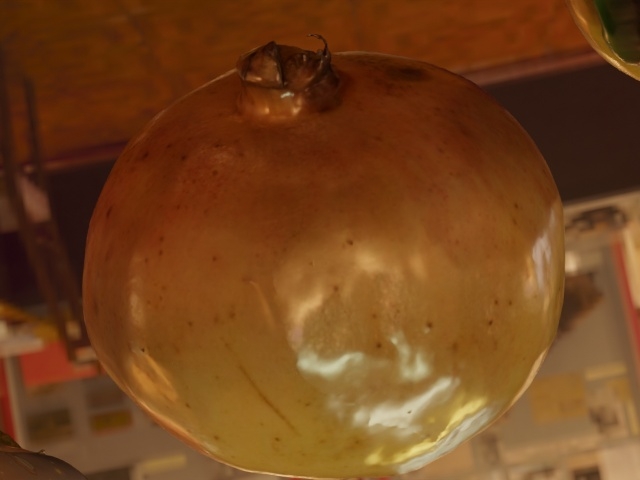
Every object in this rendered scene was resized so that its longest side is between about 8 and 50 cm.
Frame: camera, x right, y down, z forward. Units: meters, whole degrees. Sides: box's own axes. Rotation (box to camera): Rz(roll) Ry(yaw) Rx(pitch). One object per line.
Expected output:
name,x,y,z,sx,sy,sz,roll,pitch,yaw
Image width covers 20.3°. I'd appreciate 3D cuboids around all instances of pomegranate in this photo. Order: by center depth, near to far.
pomegranate,0.000,0.000,1.244,0.338,0.338,0.338,-10,170,-2

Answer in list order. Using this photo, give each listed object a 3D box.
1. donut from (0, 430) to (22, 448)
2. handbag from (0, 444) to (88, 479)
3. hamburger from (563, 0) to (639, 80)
donut,-0.239,0.196,1.061,0.272,0.272,0.107,-21,-171,45
handbag,-0.156,0.129,0.765,0.095,0.117,0.173,-39,165,5
hamburger,0.370,-0.251,1.312,0.396,0.395,0.277,-4,-149,-35
